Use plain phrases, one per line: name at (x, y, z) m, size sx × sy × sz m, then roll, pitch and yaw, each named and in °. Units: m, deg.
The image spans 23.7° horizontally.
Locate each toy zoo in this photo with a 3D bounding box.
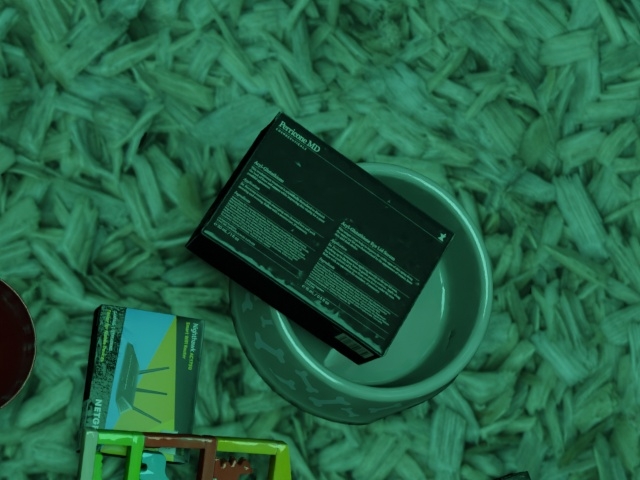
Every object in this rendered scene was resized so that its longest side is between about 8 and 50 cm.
toy zoo at (-0.148, 0.328, 1.823) m, size 0.293 × 0.030 × 0.192 m, roll 6°, pitch 93°, yaw -18°

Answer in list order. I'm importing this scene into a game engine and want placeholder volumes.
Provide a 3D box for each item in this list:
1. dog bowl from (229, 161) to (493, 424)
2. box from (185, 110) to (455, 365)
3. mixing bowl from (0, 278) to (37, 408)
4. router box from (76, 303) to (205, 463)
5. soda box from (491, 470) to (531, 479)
dog bowl at (0.063, 0.059, 1.948) m, size 0.348 × 0.102 × 0.349 m, roll 4°, pitch 76°, yaw -17°
box at (0.000, 0.000, 1.830) m, size 0.261 × 0.103 × 0.184 m, roll 35°, pitch 72°, yaw -8°
mixing bowl at (-0.426, 0.125, 1.767) m, size 0.181 × 0.098 × 0.181 m, roll 4°, pitch 78°, yaw -18°
router box at (-0.218, 0.176, 1.854) m, size 0.133 × 0.046 × 0.179 m, roll 10°, pitch 76°, yaw -18°
soda box at (0.195, 0.349, 1.952) m, size 0.169 × 0.053 × 0.060 m, roll -17°, pitch 83°, yaw -22°
